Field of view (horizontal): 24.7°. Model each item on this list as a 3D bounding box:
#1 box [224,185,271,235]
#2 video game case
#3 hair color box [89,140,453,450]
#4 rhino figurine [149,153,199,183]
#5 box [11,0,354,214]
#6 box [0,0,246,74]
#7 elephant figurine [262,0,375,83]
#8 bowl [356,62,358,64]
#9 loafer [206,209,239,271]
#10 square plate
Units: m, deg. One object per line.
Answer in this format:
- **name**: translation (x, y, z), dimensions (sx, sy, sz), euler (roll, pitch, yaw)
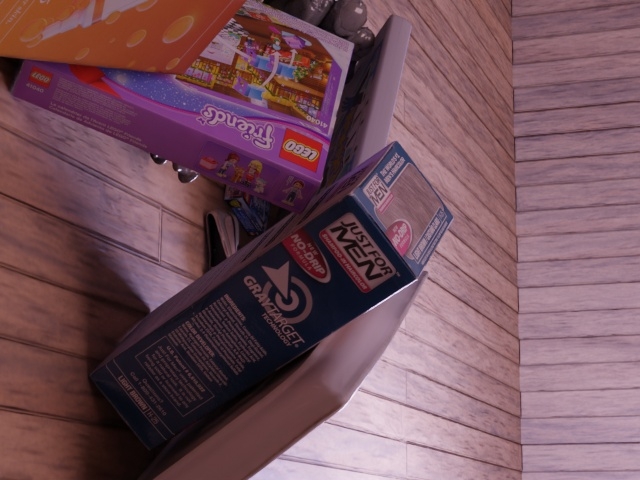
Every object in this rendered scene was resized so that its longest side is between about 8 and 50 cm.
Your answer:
- **box**: translation (-0.086, -0.087, 1.853), dimensions (0.094, 0.027, 0.137), euler (60, 31, -55)
- **video game case**: translation (0.010, -0.083, 1.840), dimensions (0.300, 0.036, 0.329), euler (-52, -162, 45)
- **hair color box**: translation (-0.047, 0.056, 1.441), dimensions (0.105, 0.347, 0.174), euler (52, 26, -7)
- **rhino figurine**: translation (-0.160, -0.190, 1.588), dimensions (0.106, 0.073, 0.243), euler (61, 29, -57)
- **box**: translation (-0.123, -0.165, 1.401), dimensions (0.057, 0.293, 0.201), euler (124, -15, -47)
- **box**: translation (-0.183, -0.272, 1.175), dimensions (0.168, 0.215, 0.345), euler (49, 21, 15)
- **elephant figurine**: translation (-0.030, -0.312, 1.896), dimensions (0.239, 0.186, 0.169), euler (-111, -146, -43)
- **bowl**: translation (0.066, -0.239, 2.298), dimensions (0.142, 0.053, 0.142), euler (55, 35, -58)
- **loafer**: translation (-0.118, 0.025, 1.728), dimensions (0.039, 0.045, 0.125), euler (16, 63, -52)
- **square plate**: translation (-0.063, 0.170, 1.485), dimensions (0.049, 0.344, 0.347), euler (51, 25, -4)
